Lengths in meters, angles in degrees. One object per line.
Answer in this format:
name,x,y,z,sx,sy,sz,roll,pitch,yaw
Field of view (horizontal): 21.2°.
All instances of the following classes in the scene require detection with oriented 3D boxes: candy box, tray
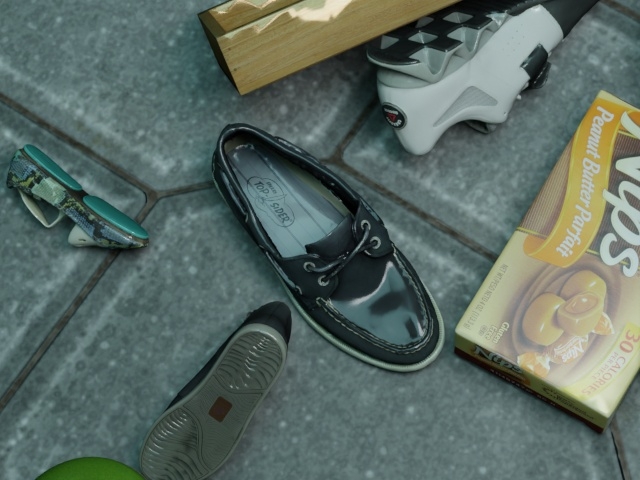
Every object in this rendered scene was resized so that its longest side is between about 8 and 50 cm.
candy box,0.296,0.020,1.797,0.183,0.087,0.316,30,75,12
tray,0.076,-0.284,1.865,0.411,0.203,0.076,-23,107,-3

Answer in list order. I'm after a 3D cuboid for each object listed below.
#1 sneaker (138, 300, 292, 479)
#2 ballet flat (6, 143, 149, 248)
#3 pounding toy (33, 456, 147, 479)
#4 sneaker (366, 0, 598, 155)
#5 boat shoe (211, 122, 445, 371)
sneaker,-0.100,0.165,1.798,0.083,0.118,0.222,41,107,-2
ballet flat,-0.272,-0.031,1.889,0.188,0.070,0.070,37,78,18
pounding toy,-0.238,0.304,1.707,0.237,0.110,0.183,25,77,29
sneaker,0.190,-0.203,1.881,0.331,0.146,0.122,-30,35,-27
boat shoe,0.003,-0.003,1.819,0.127,0.113,0.340,-35,72,-7
